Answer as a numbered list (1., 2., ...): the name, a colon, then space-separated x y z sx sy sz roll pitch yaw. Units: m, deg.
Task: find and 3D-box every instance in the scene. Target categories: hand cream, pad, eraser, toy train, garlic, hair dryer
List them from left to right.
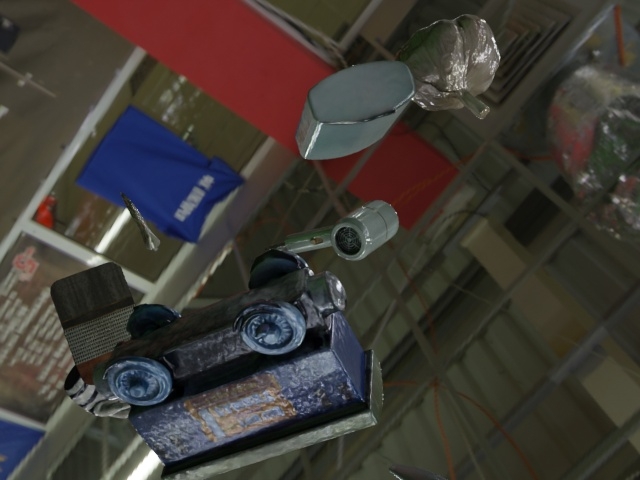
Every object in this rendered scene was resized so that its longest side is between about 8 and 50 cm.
1. pad: -0.548 0.210 1.696 0.323 0.249 0.055 -23 -174 -40
2. hand cream: -0.404 -0.040 1.749 0.037 0.165 0.057 -38 -140 -18
3. toy train: -0.089 0.143 0.866 0.300 0.202 0.131 -22 -153 16
4. hair dryer: 0.000 0.000 1.887 0.358 0.107 0.173 -13 -171 34
5. eraser: 0.057 -0.235 1.465 0.189 0.104 0.290 -21 176 -9
6. hand cream: 0.196 0.430 1.351 0.048 0.079 0.255 -70 -165 -9
7. garlic: 0.263 -0.316 1.535 0.219 0.219 0.212 -40 -126 31

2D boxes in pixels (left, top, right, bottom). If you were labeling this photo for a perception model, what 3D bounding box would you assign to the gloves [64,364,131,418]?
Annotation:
1. gloves: -0.524 0.386 1.966 0.131 0.219 0.140 -32 -148 24
